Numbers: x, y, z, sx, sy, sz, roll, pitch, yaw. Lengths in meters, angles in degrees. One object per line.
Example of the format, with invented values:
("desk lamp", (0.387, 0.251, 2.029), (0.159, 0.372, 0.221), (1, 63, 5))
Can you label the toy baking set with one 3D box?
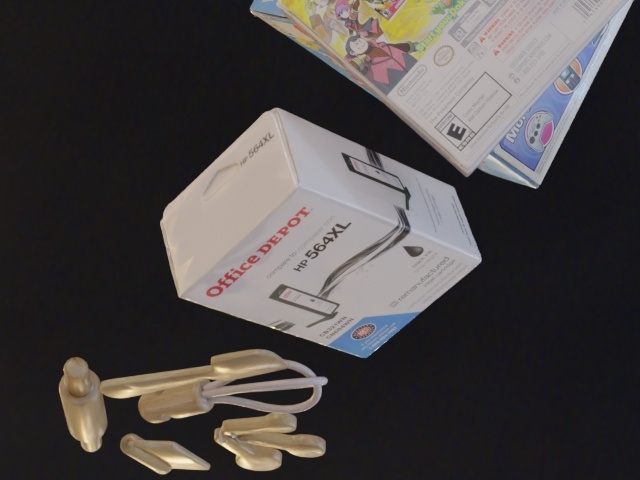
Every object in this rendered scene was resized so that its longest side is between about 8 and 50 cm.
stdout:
("toy baking set", (-0.093, 0.118, 1.053), (0.196, 0.030, 0.256), (2, -27, 1))

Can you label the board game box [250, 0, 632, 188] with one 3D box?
("board game box", (0.136, -0.249, 1.242), (0.302, 0.308, 0.086), (31, -5, -36))

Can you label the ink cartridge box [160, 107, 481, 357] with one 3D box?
("ink cartridge box", (0.000, 0.000, 1.140), (0.203, 0.086, 0.148), (20, -50, -39))

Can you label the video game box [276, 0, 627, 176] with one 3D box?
("video game box", (0.104, -0.181, 1.044), (0.187, 0.048, 0.205), (43, -90, 4))
